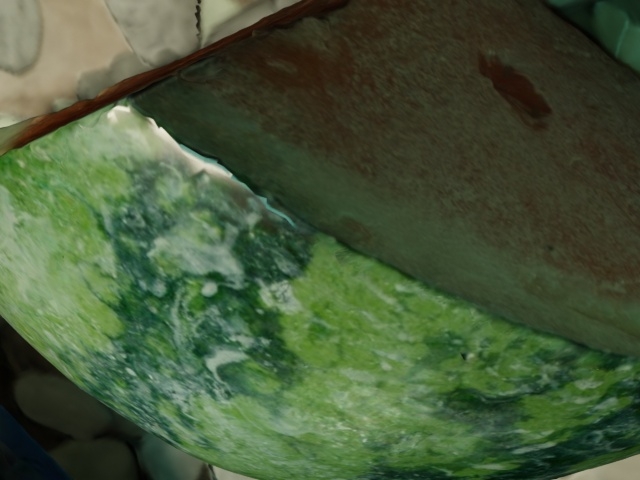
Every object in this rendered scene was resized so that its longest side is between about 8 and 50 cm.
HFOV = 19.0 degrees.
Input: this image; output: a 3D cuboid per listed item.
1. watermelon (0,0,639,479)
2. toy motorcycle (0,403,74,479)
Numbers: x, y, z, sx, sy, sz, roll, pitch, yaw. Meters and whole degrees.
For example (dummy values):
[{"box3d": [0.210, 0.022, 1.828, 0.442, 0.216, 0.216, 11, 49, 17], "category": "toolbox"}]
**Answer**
[{"box3d": [0.000, 0.000, 0.593, 0.260, 0.176, 0.256, -27, 139, 36], "category": "watermelon"}, {"box3d": [-0.191, 0.146, 0.746, 0.319, 0.182, 0.241, 45, 101, 0], "category": "toy motorcycle"}]
